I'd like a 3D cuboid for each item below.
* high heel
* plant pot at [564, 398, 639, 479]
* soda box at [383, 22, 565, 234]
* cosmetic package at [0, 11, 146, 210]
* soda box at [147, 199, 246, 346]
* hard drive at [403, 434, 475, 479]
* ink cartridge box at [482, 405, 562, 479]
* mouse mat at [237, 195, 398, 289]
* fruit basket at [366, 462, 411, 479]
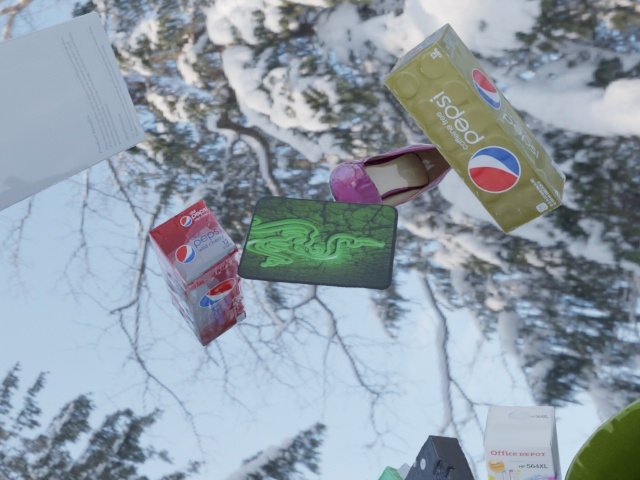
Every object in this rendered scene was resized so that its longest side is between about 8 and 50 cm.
[{"bbox_3d":[0.142,-0.124,1.538,0.127,0.181,0.377,63,-158,-4],"label":"high heel"},{"bbox_3d":[0.514,0.379,1.081,0.275,0.275,0.293,-43,-81,-30],"label":"plant pot"},{"bbox_3d":[0.138,-0.097,0.742,0.181,0.061,0.058,49,-146,-12],"label":"soda box"},{"bbox_3d":[-0.463,-0.165,1.192,0.385,0.156,0.217,-34,-66,-43],"label":"cosmetic package"},{"bbox_3d":[-0.164,0.053,1.162,0.083,0.263,0.092,-33,-109,-17],"label":"soda box"},{"bbox_3d":[0.170,0.518,1.361,0.064,0.237,0.338,11,-60,-18],"label":"hard drive"},{"bbox_3d":[0.276,0.295,1.145,0.090,0.092,0.143,-58,-41,-60],"label":"ink cartridge box"},{"bbox_3d":[0.000,0.000,1.056,0.152,0.190,0.007,-80,-10,-45],"label":"mouse mat"},{"bbox_3d":[0.268,0.605,1.730,0.353,0.327,0.165,27,-95,-1],"label":"fruit basket"}]
